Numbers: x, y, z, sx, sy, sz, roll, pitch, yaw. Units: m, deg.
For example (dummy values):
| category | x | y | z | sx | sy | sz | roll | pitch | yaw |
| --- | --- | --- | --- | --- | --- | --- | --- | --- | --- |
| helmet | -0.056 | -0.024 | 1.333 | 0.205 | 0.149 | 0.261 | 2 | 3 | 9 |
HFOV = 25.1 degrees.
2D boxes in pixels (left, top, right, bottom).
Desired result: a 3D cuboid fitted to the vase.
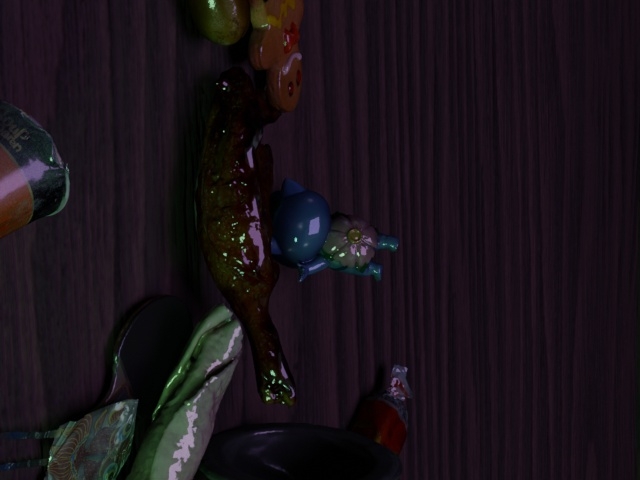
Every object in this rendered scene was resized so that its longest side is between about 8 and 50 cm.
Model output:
| category | x | y | z | sx | sy | sz | roll | pitch | yaw |
| --- | --- | --- | --- | --- | --- | --- | --- | --- | --- |
| vase | -0.037 | 0.391 | 1.718 | 0.245 | 0.245 | 0.291 | -12 | 110 | -59 |

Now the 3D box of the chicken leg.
| category | x | y | z | sx | sy | sz | roll | pitch | yaw |
| --- | --- | --- | --- | --- | --- | --- | --- | --- | --- |
| chicken leg | -0.088 | 0.002 | 1.666 | 0.158 | 0.096 | 0.407 | -20 | 102 | -74 |

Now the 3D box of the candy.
| category | x | y | z | sx | sy | sz | roll | pitch | yaw |
| --- | --- | --- | --- | --- | --- | --- | --- | --- | --- |
| candy | 0.070 | 0.300 | 2.041 | 0.292 | 0.059 | 0.086 | -62 | 139 | -36 |

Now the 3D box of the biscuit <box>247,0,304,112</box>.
| category | x | y | z | sx | sy | sz | roll | pitch | yaw |
| --- | --- | --- | --- | --- | --- | --- | --- | --- | --- |
| biscuit | -0.051 | -0.272 | 1.754 | 0.165 | 0.036 | 0.250 | -60 | 148 | -53 |

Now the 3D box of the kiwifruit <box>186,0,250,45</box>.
| category | x | y | z | sx | sy | sz | roll | pitch | yaw |
| --- | --- | --- | --- | --- | --- | --- | --- | --- | --- |
| kiwifruit | -0.118 | -0.281 | 1.628 | 0.075 | 0.075 | 0.124 | -48 | 138 | -47 |

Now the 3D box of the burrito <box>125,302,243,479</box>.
| category | x | y | z | sx | sy | sz | roll | pitch | yaw |
| --- | --- | --- | --- | --- | --- | --- | --- | --- | --- |
| burrito | -0.173 | 0.246 | 1.558 | 0.117 | 0.076 | 0.392 | 117 | -4 | -69 |

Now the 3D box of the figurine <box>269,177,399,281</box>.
| category | x | y | z | sx | sy | sz | roll | pitch | yaw |
| --- | --- | --- | --- | --- | --- | --- | --- | --- | --- |
| figurine | 0.001 | -0.004 | 1.821 | 0.144 | 0.178 | 0.114 | -137 | -113 | -79 |

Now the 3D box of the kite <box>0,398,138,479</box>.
| category | x | y | z | sx | sy | sz | roll | pitch | yaw |
| --- | --- | --- | --- | --- | --- | --- | --- | --- | --- |
| kite | -0.270 | 0.219 | 1.464 | 0.229 | 0.016 | 0.127 | 9 | 102 | -58 |

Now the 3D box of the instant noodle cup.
| category | x | y | z | sx | sy | sz | roll | pitch | yaw |
| --- | --- | --- | --- | --- | --- | --- | --- | --- | --- |
| instant noodle cup | -0.315 | -0.042 | 1.284 | 0.136 | 0.127 | 0.127 | -43 | 130 | -40 |

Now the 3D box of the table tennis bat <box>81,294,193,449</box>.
| category | x | y | z | sx | sy | sz | roll | pitch | yaw |
| --- | --- | --- | --- | --- | --- | --- | --- | --- | --- |
| table tennis bat | -0.203 | 0.148 | 1.585 | 0.220 | 0.019 | 0.130 | -51 | 139 | -44 |
